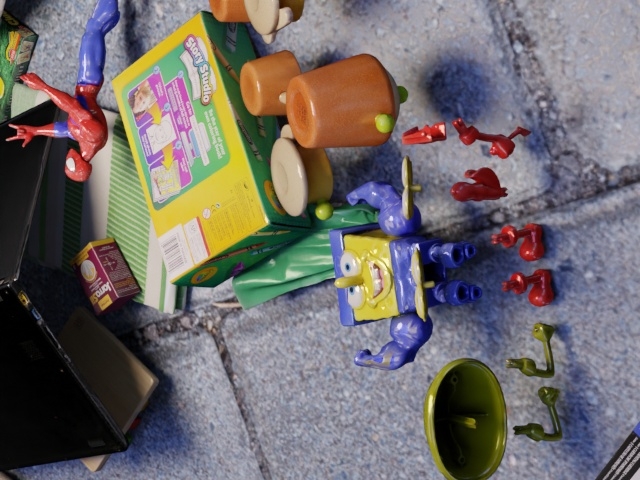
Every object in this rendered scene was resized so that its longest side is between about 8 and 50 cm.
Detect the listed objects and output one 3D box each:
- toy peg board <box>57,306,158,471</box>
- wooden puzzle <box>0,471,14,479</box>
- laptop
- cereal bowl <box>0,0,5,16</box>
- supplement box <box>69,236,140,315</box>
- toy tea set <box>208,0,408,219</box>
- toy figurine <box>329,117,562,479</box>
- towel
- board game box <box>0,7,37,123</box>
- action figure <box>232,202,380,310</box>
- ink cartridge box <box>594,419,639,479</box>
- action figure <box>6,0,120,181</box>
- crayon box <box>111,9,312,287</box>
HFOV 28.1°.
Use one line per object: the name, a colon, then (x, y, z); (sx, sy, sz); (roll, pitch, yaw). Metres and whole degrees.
toy peg board: (-0.298, 0.200, 1.750); (0.161, 0.079, 0.161); (41, 106, 22)
wooden puzzle: (-0.431, 0.555, 1.917); (0.322, 0.080, 0.348); (27, 116, 29)
laptop: (-0.418, 0.077, 1.744); (0.382, 0.236, 0.408); (-16, 111, 44)
cereal bowl: (-0.519, -0.420, 1.645); (0.339, 0.141, 0.339); (23, 118, 53)
supplement box: (-0.280, 0.046, 1.659); (0.055, 0.043, 0.083); (-38, 77, 36)
toy tea set: (-0.011, -0.200, 1.382); (0.200, 0.124, 0.336); (122, 132, -60)
toy figurine: (0.105, 0.059, 1.363); (0.217, 0.191, 0.363); (-2, 99, 51)
towel: (-0.297, -0.058, 1.702); (0.324, 0.038, 0.248); (18, 111, 34)
board game box: (-0.485, -0.211, 1.808); (0.136, 0.030, 0.260); (38, 121, 22)
action figure: (0.000, 0.000, 1.477); (0.232, 0.063, 0.137); (-8, 94, 34)
ink cartridge box: (0.346, 0.212, 1.244); (0.097, 0.046, 0.207); (44, 141, 20)
action figure: (-0.318, -0.213, 1.572); (0.139, 0.091, 0.280); (3, 85, -4)
crayon box: (-0.131, -0.105, 1.493); (0.165, 0.081, 0.279); (-30, 69, 33)
